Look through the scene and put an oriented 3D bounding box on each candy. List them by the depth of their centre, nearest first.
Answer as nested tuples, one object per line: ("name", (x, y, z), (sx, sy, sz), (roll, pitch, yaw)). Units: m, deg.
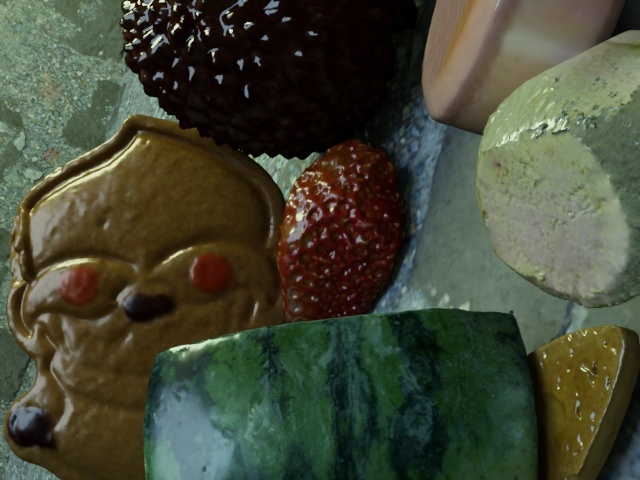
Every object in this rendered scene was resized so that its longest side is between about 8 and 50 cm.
("candy", (0.151, -0.194, 0.631), (0.255, 0.094, 0.255), (-165, 90, -85))

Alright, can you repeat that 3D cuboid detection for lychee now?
("lychee", (-0.056, -0.239, 0.925), (0.306, 0.330, 0.306), (175, 90, -86))

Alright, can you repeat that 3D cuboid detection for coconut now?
("coconut", (0.184, -0.044, 0.491), (0.147, 0.152, 0.147), (43, 147, 38))

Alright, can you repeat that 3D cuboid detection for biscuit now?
("biscuit", (0.140, 0.150, 0.574), (0.250, 0.035, 0.162), (-61, 32, 32))
("biscuit", (-0.198, 0.075, 0.974), (0.078, 0.350, 0.455), (89, 178, -83))

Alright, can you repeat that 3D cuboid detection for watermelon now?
("watermelon", (0.011, 0.170, 0.599), (0.201, 0.261, 0.213), (91, 179, -65))

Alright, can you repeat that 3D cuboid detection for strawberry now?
("strawberry", (0.003, -0.001, 0.856), (0.175, 0.107, 0.236), (-26, 53, 57))

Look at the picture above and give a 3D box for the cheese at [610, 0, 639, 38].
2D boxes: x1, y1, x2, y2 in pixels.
("cheese", (0.256, -0.218, 0.556), (0.135, 0.052, 0.245), (6, 79, 61))
